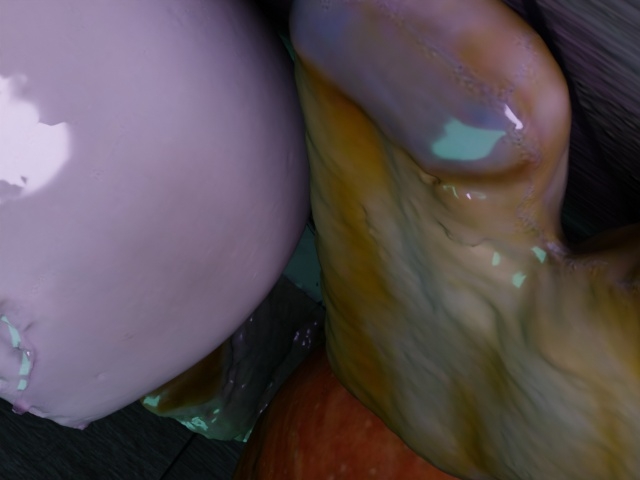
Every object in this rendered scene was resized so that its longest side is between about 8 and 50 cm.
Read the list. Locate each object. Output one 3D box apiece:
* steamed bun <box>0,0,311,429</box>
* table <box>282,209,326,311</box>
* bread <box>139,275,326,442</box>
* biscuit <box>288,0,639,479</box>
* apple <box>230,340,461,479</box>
[{"bbox_3d":[-0.147,-0.078,0.751,0.324,0.206,0.324,39,180,0],"label":"steamed bun"},{"bbox_3d":[0.000,0.000,1.124,0.146,0.062,0.175,40,-160,-32],"label":"table"},{"bbox_3d":[-0.093,0.014,1.359,0.225,0.250,0.279,31,176,-36],"label":"bread"},{"bbox_3d":[0.091,0.044,0.567,0.237,0.062,0.290,39,159,23],"label":"biscuit"},{"bbox_3d":[0.095,0.176,0.805,0.309,0.250,0.277,-7,135,25],"label":"apple"}]
